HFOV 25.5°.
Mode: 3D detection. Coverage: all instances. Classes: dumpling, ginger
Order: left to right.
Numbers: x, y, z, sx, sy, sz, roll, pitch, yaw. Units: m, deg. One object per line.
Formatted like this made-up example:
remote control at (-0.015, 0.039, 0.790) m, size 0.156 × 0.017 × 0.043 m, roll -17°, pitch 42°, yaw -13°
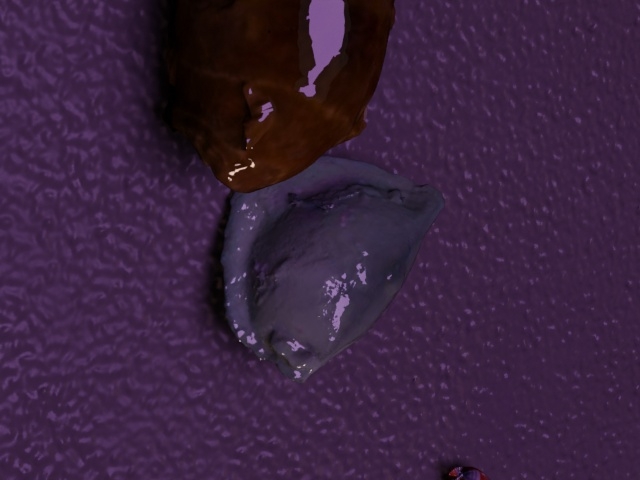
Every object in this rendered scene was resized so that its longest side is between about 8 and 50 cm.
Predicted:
ginger at (0.007, -0.238, 1.054) m, size 0.254 × 0.176 × 0.418 m, roll 6°, pitch 88°, yaw -32°
dumpling at (0.009, 0.005, 1.135) m, size 0.217 × 0.105 × 0.149 m, roll -43°, pitch 120°, yaw -24°

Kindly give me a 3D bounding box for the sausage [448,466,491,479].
sausage at (0.159, 0.257, 1.330) m, size 0.050 × 0.048 × 0.145 m, roll -33°, pitch 123°, yaw 14°
